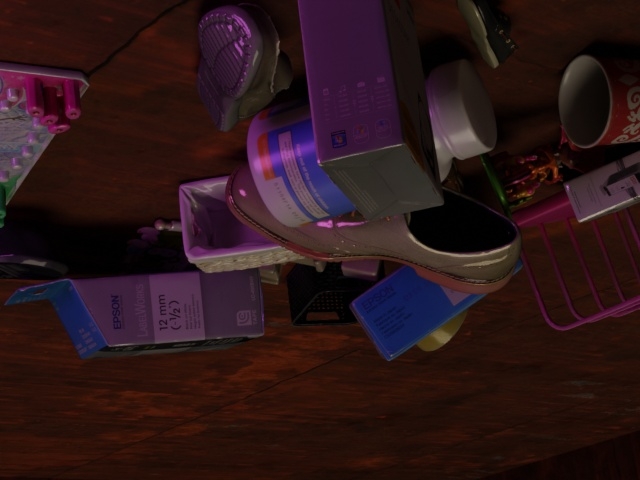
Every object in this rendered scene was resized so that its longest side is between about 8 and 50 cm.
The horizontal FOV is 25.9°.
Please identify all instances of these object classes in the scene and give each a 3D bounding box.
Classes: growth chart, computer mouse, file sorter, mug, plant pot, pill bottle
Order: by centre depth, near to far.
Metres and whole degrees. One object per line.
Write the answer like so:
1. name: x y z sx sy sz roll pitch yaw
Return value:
1. pill bottle: 0.063 -0.120 1.649 0.272 0.152 0.152 -16 158 24
2. mug: 0.385 -0.171 1.713 0.169 0.113 0.150 -4 180 -22
3. computer mouse: -0.480 0.008 1.953 0.272 0.072 0.188 1 164 14
4. file sorter: 0.442 0.004 1.976 0.290 0.182 0.202 -9 167 -46
5. growth chart: -0.221 0.020 2.134 0.172 0.021 0.237 4 157 -25
6. plant pot: 0.175 0.108 2.382 0.095 0.134 0.134 33 142 -23

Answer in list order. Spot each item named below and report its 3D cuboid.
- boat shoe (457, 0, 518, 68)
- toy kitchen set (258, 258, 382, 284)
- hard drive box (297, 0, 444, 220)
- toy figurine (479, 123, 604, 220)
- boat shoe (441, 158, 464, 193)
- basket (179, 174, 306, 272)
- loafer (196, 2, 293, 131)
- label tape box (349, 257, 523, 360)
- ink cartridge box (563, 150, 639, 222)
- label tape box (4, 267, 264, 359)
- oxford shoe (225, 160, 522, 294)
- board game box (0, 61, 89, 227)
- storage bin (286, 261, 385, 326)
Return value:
1. boat shoe: 0.185 -0.240 1.531 0.042 0.049 0.133 -38 148 2
2. toy kitchen set: 0.000 0.000 2.067 0.207 0.122 0.166 11 163 10
3. hard drive box: 0.050 -0.161 1.418 0.089 0.232 0.181 -13 160 13
4. toy figurine: 0.297 -0.107 1.819 0.159 0.130 0.173 -23 -175 7
5. boat shoe: 0.165 -0.075 1.942 0.064 0.060 0.178 -13 159 17
6. basket: -0.102 -0.024 1.921 0.167 0.113 0.103 -8 164 3
7. loafer: -0.079 -0.198 1.511 0.087 0.094 0.251 -28 175 -15
8. label tape box: 0.166 0.073 2.119 0.240 0.106 0.334 -34 177 -2
9. ink cartridge box: 0.388 -0.074 1.759 0.135 0.056 0.099 -24 173 23
10. label tape box: -0.284 0.116 2.088 0.347 0.115 0.249 -5 173 -19
11. oxford shoe: 0.072 -0.046 1.798 0.397 0.140 0.146 12 160 1
12. board game box: -0.513 -0.110 1.632 0.390 0.050 0.390 4 157 -27
13. storage bin: 0.025 0.073 2.268 0.122 0.084 0.180 0 158 -18
